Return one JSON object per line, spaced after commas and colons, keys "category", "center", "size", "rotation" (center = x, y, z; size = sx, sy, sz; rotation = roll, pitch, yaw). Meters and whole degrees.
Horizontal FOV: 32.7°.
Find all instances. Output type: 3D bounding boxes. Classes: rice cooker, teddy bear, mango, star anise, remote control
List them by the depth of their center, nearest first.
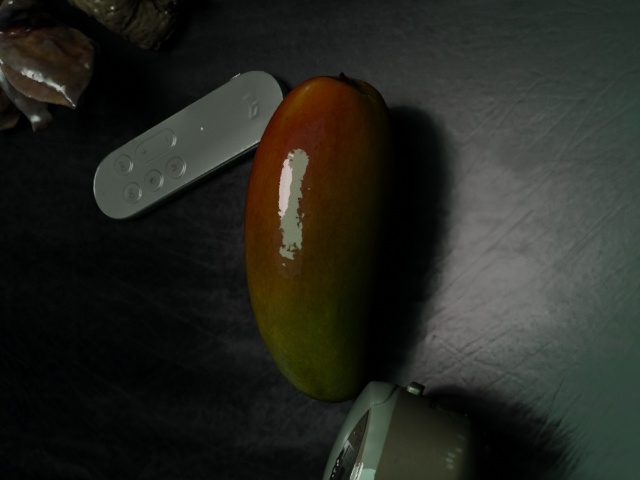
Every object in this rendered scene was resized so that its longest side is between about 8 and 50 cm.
{"category": "rice cooker", "center": [0.066, 0.192, 0.880], "size": [0.127, 0.206, 0.145], "rotation": [21, 95, 12]}
{"category": "mango", "center": [-0.001, -0.002, 0.961], "size": [0.129, 0.146, 0.289], "rotation": [3, 85, 16]}
{"category": "teddy bear", "center": [-0.194, -0.311, 1.113], "size": [0.190, 0.140, 0.177], "rotation": [-49, 62, 6]}
{"category": "remote control", "center": [-0.134, -0.095, 1.114], "size": [0.245, 0.022, 0.077], "rotation": [-27, 74, 24]}
{"category": "star anise", "center": [-0.317, -0.211, 1.152], "size": [0.257, 0.110, 0.199], "rotation": [-9, 98, 63]}
